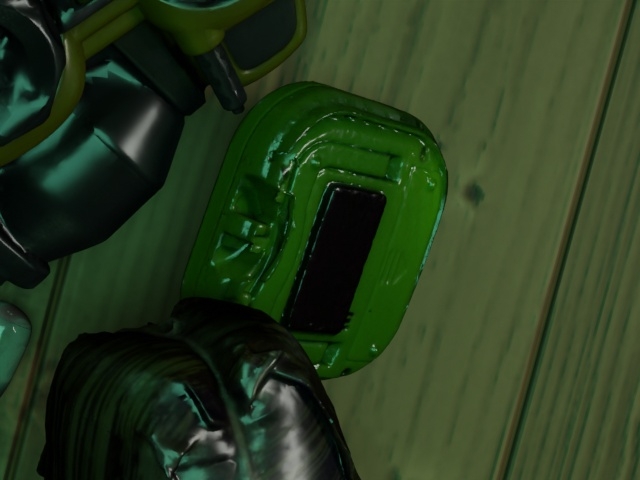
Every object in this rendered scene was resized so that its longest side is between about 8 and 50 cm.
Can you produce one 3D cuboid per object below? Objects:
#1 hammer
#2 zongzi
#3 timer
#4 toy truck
[{"bbox_3d":[-0.183,0.043,0.648,0.083,0.031,0.052,26,87,-6],"label":"hammer"},{"bbox_3d":[-0.107,0.205,0.562,0.317,0.154,0.289,-30,116,-19],"label":"zongzi"},{"bbox_3d":[0.000,0.000,0.638,0.128,0.047,0.140,11,102,-47],"label":"timer"},{"bbox_3d":[-0.098,-0.089,0.605,0.224,0.147,0.165,-34,124,-8],"label":"toy truck"}]
